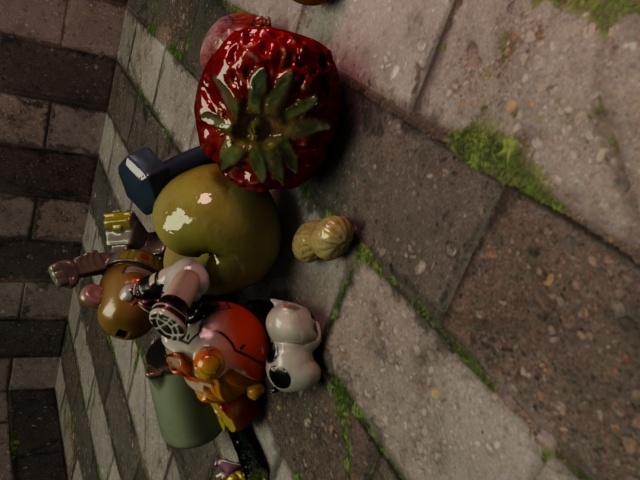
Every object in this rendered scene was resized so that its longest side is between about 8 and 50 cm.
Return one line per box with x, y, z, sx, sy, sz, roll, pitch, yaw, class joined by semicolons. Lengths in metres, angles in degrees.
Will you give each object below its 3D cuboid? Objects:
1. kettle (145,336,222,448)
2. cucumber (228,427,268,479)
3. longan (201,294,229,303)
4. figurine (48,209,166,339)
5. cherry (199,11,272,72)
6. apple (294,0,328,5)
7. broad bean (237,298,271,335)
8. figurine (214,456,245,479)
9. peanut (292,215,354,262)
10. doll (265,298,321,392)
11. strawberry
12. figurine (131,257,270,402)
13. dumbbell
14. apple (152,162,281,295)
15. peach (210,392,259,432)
-0.313;0.338;1.514;0.165;0.240;0.255;14;126;29;kettle
-0.177;0.469;1.439;0.215;0.052;0.058;-128;23;-51;cucumber
-0.337;0.142;1.612;0.196;0.196;0.220;-29;72;54;longan
-0.424;0.093;1.425;0.167;0.342;0.285;104;174;-53;figurine
-0.202;-0.433;1.494;0.249;0.175;0.192;-23;78;58;cherry
-0.030;-0.572;1.244;0.182;0.155;0.183;-12;75;55;apple
-0.162;0.212;1.417;0.114;0.084;0.165;-148;63;-63;broad bean
-0.205;0.592;1.433;0.115;0.095;0.156;2;68;38;figurine
0.000;0.000;1.193;0.187;0.082;0.082;-11;77;58;peanut
-0.055;0.206;1.224;0.110;0.106;0.181;-1;87;60;doll
-0.107;-0.289;1.243;0.345;0.295;0.318;-101;-5;-54;strawberry
-0.224;0.196;1.258;0.196;0.323;0.320;-40;26;-12;figurine
-0.318;-0.186;1.500;0.143;0.316;0.156;21;132;42;dumbbell
-0.226;-0.028;1.363;0.292;0.292;0.254;-54;18;40;apple
-0.194;0.362;1.424;0.151;0.118;0.151;52;160;27;peach
